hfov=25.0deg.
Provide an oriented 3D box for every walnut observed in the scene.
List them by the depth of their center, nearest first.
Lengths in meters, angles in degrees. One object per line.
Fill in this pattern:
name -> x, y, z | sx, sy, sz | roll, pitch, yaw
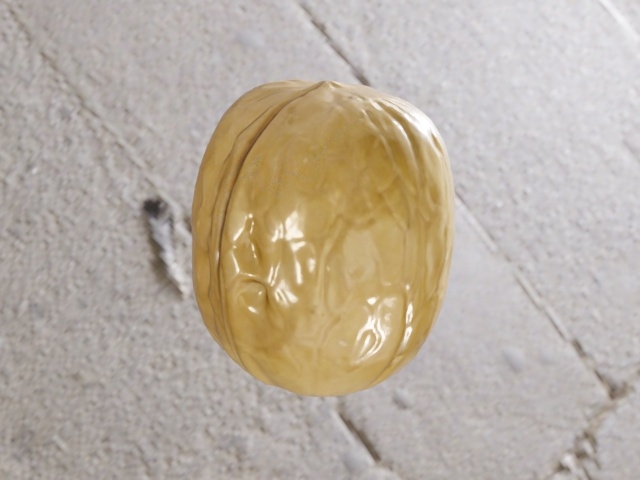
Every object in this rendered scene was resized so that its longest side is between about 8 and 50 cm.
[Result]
walnut -> 0.000, 0.000, 0.873 | 0.165, 0.197, 0.165 | 10, 21, -4
